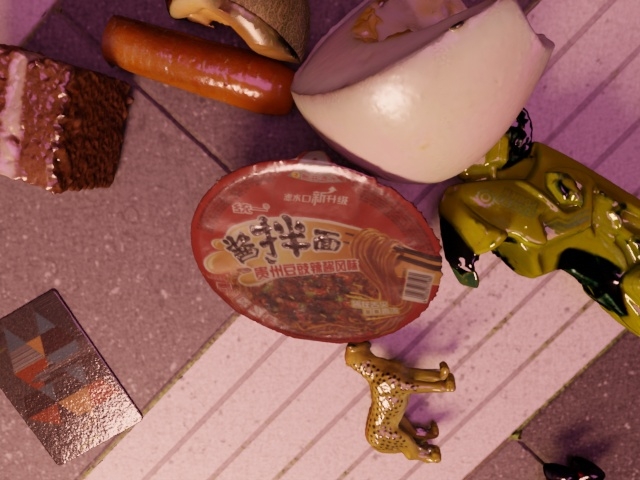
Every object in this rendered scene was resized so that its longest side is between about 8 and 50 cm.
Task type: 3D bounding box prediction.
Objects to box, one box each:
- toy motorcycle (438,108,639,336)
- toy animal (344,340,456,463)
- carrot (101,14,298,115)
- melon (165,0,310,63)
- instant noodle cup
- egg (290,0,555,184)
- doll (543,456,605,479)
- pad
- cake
[{"bbox_3d":[0.271,-0.004,0.557,0.342,0.142,0.206,32,99,-5],"label":"toy motorcycle"},{"bbox_3d":[0.094,0.221,0.636,0.136,0.073,0.182,5,113,5],"label":"toy animal"},{"bbox_3d":[-0.126,-0.193,0.546,0.225,0.067,0.067,15,100,-3],"label":"carrot"},{"bbox_3d":[-0.080,-0.267,0.514,0.160,0.079,0.128,22,73,8],"label":"melon"},{"bbox_3d":[0.000,0.000,0.547,0.273,0.091,0.274,7,133,8],"label":"instant noodle cup"},{"bbox_3d":[0.093,-0.146,0.486,0.206,0.271,0.162,-34,120,8],"label":"egg"},{"bbox_3d":[0.321,0.425,0.665,0.126,0.088,0.249,14,96,-4],"label":"doll"},{"bbox_3d":[-0.348,0.185,0.639,0.142,0.003,0.212,-30,100,4],"label":"pad"},{"bbox_3d":[-0.307,-0.133,0.523,0.147,0.134,0.135,15,100,5],"label":"cake"}]
